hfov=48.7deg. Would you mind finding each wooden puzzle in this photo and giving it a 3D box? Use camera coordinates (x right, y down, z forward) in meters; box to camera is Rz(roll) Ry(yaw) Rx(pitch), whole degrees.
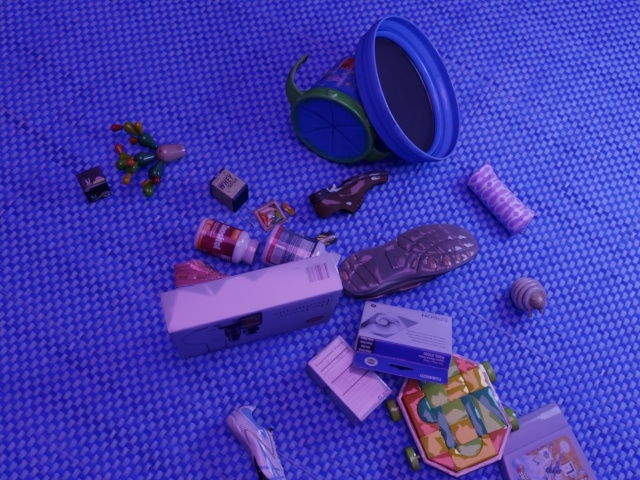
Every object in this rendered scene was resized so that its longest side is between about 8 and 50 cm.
[{"bbox_3d":[-0.129,-0.066,1.833,0.116,0.014,0.078,-36,77,-16],"label":"wooden puzzle"}]

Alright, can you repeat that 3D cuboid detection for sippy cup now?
[{"bbox_3d":[0.073,-0.361,1.862,0.240,0.305,0.224,5,51,36],"label":"sippy cup"}]

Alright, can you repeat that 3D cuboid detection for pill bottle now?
[{"bbox_3d":[-0.231,0.005,1.758,0.152,0.086,0.086,19,69,2],"label":"pill bottle"},{"bbox_3d":[-0.046,0.040,1.751,0.180,0.108,0.108,22,69,2],"label":"pill bottle"}]

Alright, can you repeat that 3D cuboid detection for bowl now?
[{"bbox_3d":[0.228,-0.384,1.835,0.391,0.077,0.391,22,60,-43],"label":"bowl"}]

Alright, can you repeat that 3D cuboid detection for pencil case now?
[{"bbox_3d":[0.479,-0.109,1.867,0.088,0.086,0.206,-40,78,-2],"label":"pencil case"}]

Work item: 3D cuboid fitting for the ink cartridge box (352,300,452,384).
[{"bbox_3d":[0.196,0.232,1.656,0.223,0.045,0.224,10,28,4],"label":"ink cartridge box"}]

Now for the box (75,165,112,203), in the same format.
[{"bbox_3d":[-0.569,-0.140,1.780,0.062,0.083,0.052,-25,74,-14],"label":"box"}]

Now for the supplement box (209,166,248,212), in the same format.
[{"bbox_3d":[-0.233,-0.128,1.808,0.083,0.083,0.056,36,69,9],"label":"supplement box"}]

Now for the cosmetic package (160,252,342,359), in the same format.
[{"bbox_3d":[-0.153,0.156,1.604,0.377,0.284,0.098,-13,73,-10],"label":"cosmetic package"}]

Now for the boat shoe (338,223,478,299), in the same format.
[{"bbox_3d":[0.214,0.056,1.761,0.355,0.130,0.132,-14,68,-4],"label":"boat shoe"}]

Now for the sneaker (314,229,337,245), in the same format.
[{"bbox_3d":[0.000,0.000,1.816,0.083,0.031,0.035,-17,47,-6],"label":"sneaker"}]

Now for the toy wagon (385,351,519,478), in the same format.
[{"bbox_3d":[0.290,0.371,1.661,0.267,0.068,0.344,-21,67,-4],"label":"toy wagon"}]

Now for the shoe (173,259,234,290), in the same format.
[{"bbox_3d":[-0.272,0.085,1.736,0.177,0.063,0.081,-7,75,-3],"label":"shoe"}]

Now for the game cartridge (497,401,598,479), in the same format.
[{"bbox_3d":[0.532,0.552,1.647,0.198,0.062,0.297,-20,73,-16],"label":"game cartridge"}]

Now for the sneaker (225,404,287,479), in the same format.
[{"bbox_3d":[-0.123,0.479,1.596,0.086,0.085,0.237,-29,78,-22],"label":"sneaker"}]

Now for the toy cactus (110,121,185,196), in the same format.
[{"bbox_3d":[-0.440,-0.224,1.825,0.180,0.112,0.219,-15,63,-21],"label":"toy cactus"}]

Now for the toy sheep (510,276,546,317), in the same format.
[{"bbox_3d":[0.519,0.136,1.773,0.091,0.132,0.091,-7,111,-19],"label":"toy sheep"}]

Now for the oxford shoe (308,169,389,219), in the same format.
[{"bbox_3d":[0.085,-0.118,1.848,0.227,0.083,0.096,-25,92,-13],"label":"oxford shoe"}]

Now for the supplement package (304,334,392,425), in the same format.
[{"bbox_3d":[0.062,0.328,1.656,0.105,0.105,0.179,-41,78,-17],"label":"supplement package"}]
